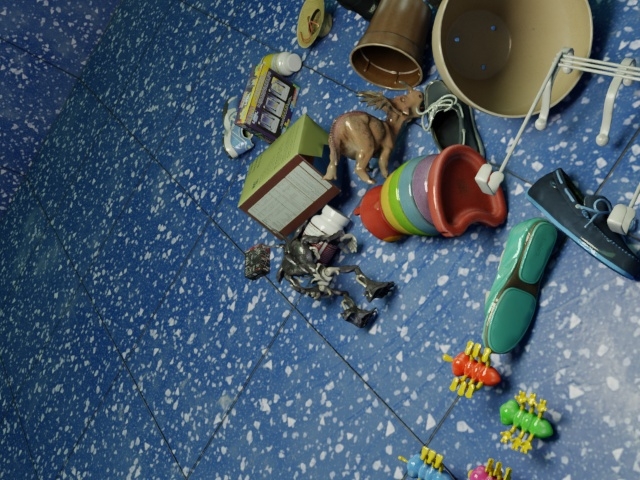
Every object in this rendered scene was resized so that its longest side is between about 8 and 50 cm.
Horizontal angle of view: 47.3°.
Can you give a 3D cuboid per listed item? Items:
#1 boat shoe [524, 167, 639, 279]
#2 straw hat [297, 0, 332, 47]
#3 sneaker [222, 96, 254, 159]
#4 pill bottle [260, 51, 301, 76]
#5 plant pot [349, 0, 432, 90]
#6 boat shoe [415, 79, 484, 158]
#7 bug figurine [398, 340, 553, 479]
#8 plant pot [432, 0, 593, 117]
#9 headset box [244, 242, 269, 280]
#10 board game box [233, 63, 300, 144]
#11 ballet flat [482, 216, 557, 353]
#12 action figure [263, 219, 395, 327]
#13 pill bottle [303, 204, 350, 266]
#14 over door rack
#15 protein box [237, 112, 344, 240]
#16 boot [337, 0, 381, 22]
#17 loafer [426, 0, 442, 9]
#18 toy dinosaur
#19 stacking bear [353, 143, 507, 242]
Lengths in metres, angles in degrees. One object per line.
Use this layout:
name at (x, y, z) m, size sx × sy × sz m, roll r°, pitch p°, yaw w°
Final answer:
boat shoe at (0.428, -0.041, 1.177) m, size 0.089 × 0.109 × 0.258 m, roll -49°, pitch 45°, yaw 13°
straw hat at (-0.004, -0.579, 1.946) m, size 0.144 × 0.061 × 0.144 m, roll -17°, pitch 69°, yaw 56°
sneaker at (-0.227, -0.322, 2.059) m, size 0.081 × 0.080 × 0.211 m, roll -17°, pitch 58°, yaw 16°
pill bottle at (-0.107, -0.483, 2.006) m, size 0.116 × 0.065 × 0.065 m, roll 9°, pitch 78°, yaw 48°
plant pot at (0.168, -0.451, 1.631) m, size 0.167 × 0.167 × 0.165 m, roll -2°, pitch 62°, yaw 47°
boat shoe at (0.255, -0.243, 1.483) m, size 0.095 × 0.079 × 0.254 m, roll -33°, pitch 49°, yaw 32°
bug figurine at (0.255, 0.319, 1.196) m, size 0.216 × 0.072 × 0.279 m, roll 25°, pitch 90°, yaw 39°
plant pot at (0.325, -0.371, 1.359) m, size 0.284 × 0.284 × 0.191 m, roll -62°, pitch 13°, yaw 3°
headset box at (-0.157, 0.049, 1.816) m, size 0.062 × 0.032 × 0.083 m, roll -26°, pitch 53°, yaw 36°
board game box at (-0.139, -0.353, 1.915) m, size 0.048 × 0.141 × 0.170 m, roll 6°, pitch 75°, yaw 48°
ballet flat at (0.331, 0.077, 1.255) m, size 0.247 × 0.083 × 0.087 m, roll -68°, pitch 16°, yaw -4°
action figure at (0.013, 0.064, 1.530) m, size 0.276 × 0.141 × 0.164 m, roll 36°, pitch 109°, yaw 25°
pill bottle at (0.000, 0.000, 1.631) m, size 0.152 × 0.086 × 0.086 m, roll -57°, pitch 41°, yaw 8°
over door rack at (0.431, -0.158, 1.169) m, size 0.240 × 0.108 × 0.324 m, roll 22°, pitch 67°, yaw 35°
protein box at (-0.063, -0.146, 1.686) m, size 0.201 × 0.136 × 0.199 m, roll -39°, pitch 24°, yaw 27°
boot at (0.045, -0.648, 1.816) m, size 0.094 × 0.207 × 0.246 m, roll -51°, pitch 42°, yaw 17°
loafer at (0.364, -0.572, 1.490) m, size 0.366 × 0.134 × 0.130 m, roll 6°, pitch 75°, yaw 48°
toy dinosaur at (0.090, -0.229, 1.529) m, size 0.127 × 0.296 × 0.200 m, roll 12°, pitch 109°, yaw 39°
stacking bear at (0.185, -0.073, 1.419) m, size 0.289 × 0.175 × 0.164 m, roll -17°, pitch 87°, yaw 56°
